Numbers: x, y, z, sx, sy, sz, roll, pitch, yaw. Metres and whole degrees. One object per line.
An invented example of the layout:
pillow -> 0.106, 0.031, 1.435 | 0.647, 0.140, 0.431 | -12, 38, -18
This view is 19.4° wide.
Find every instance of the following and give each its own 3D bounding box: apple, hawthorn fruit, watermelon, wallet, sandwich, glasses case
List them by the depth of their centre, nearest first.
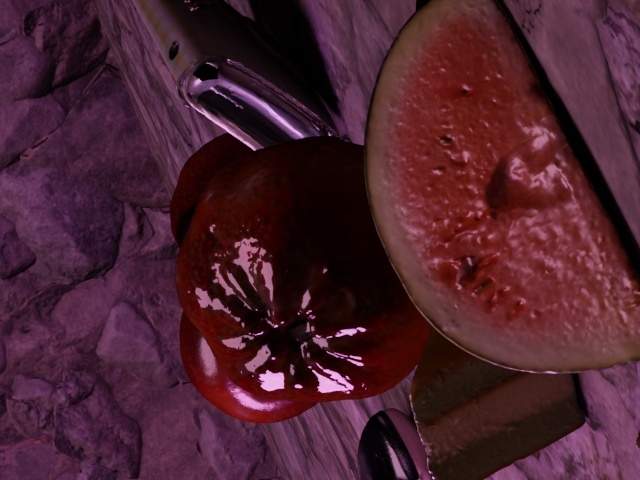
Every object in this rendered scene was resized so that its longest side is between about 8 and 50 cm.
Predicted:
watermelon -> 0.140, -0.020, 1.327 | 0.128, 0.159, 0.303 | 4, -124, -57
sandwich -> 0.113, 0.098, 1.534 | 0.187, 0.144, 0.117 | -131, 23, -60
hawthorn fruit -> 0.000, 0.000, 1.717 | 0.300, 0.254, 0.254 | -79, -22, -51
wallet -> -0.108, -0.205, 1.988 | 0.223, 0.077, 0.309 | 29, -161, -36
hawthorn fruit -> -0.083, -0.039, 2.208 | 0.251, 0.189, 0.189 | -86, -26, -81
glasses case -> 0.093, 0.288, 2.263 | 0.314, 0.075, 0.122 | 93, 154, -68
apple -> -0.072, 0.121, 2.369 | 0.201, 0.218, 0.218 | -117, 8, -61

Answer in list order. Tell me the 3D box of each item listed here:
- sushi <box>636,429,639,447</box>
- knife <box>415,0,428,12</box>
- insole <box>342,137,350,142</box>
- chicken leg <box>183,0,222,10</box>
sushi -> 0.245, 0.151, 1.221 | 0.120, 0.052, 0.055 | 58, 152, 34
knife -> 0.090, -0.179, 1.405 | 0.072, 0.019, 0.245 | 58, 170, 23
insole -> 0.036, -0.051, 2.012 | 0.197, 0.004, 0.065 | 87, 157, -63
chicken leg -> -0.118, -0.322, 1.821 | 0.361, 0.140, 0.211 | -123, 22, -61
